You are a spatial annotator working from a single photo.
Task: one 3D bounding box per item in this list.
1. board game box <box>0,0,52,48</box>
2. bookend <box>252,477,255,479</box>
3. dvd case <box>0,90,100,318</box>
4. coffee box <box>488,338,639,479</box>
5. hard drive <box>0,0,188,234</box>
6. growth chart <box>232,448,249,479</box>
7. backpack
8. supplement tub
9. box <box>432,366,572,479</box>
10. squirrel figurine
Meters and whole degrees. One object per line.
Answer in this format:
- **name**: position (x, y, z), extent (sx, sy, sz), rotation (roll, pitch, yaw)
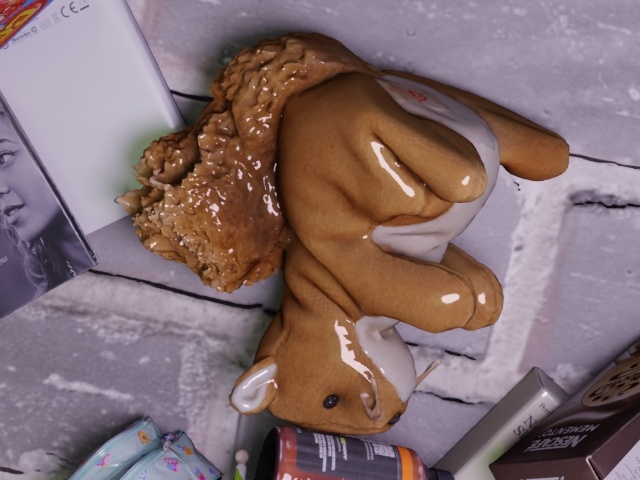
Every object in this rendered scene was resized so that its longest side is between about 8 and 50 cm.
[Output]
- **board game box**: position (-0.443, -0.174, 1.385), extent (0.308, 0.302, 0.086), rotation (-35, 92, 28)
- **bookend**: position (-0.038, 0.326, 1.555), extent (0.157, 0.072, 0.156), rotation (-35, 51, 14)
- **dvd case**: position (-0.356, -0.038, 1.553), extent (0.164, 0.018, 0.221), rotation (-27, 95, 30)
- **coffee box**: position (0.338, 0.187, 1.418), extent (0.297, 0.168, 0.119), rotation (-34, 96, -29)
- **hard drive**: position (-0.284, -0.170, 1.545), extent (0.210, 0.040, 0.318), rotation (-25, 97, 9)
- **growth chart**: position (-0.124, 0.366, 1.541), extent (0.021, 0.172, 0.237), rotation (19, 118, -9)
- **backpack**: position (-0.206, 0.288, 1.542), extent (0.166, 0.188, 0.144), rotation (-44, 94, 11)
- **supplement tub**: position (0.037, 0.256, 1.457), extent (0.198, 0.106, 0.106), rotation (12, 101, -12)
- **box**: position (0.184, 0.278, 1.555), extent (0.113, 0.094, 0.275), rotation (41, 101, -3)
- **squirrel figurine**: position (0.000, 0.000, 1.473), extent (0.397, 0.281, 0.370), rotation (29, 112, 14)
